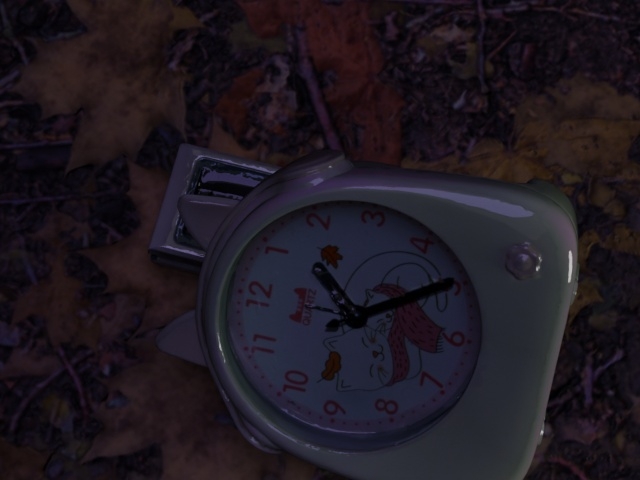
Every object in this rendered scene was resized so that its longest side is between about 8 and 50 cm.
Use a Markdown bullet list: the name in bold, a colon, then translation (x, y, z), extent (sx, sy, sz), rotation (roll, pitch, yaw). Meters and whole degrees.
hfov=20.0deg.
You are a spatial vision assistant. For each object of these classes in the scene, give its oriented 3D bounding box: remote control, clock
- **remote control**: translation (0.000, 0.000, 1.550), extent (0.277, 0.055, 0.103), rotation (14, 73, 4)
- **clock**: translation (0.035, 0.054, 1.457), extent (0.324, 0.108, 0.265), rotation (14, 109, 5)
